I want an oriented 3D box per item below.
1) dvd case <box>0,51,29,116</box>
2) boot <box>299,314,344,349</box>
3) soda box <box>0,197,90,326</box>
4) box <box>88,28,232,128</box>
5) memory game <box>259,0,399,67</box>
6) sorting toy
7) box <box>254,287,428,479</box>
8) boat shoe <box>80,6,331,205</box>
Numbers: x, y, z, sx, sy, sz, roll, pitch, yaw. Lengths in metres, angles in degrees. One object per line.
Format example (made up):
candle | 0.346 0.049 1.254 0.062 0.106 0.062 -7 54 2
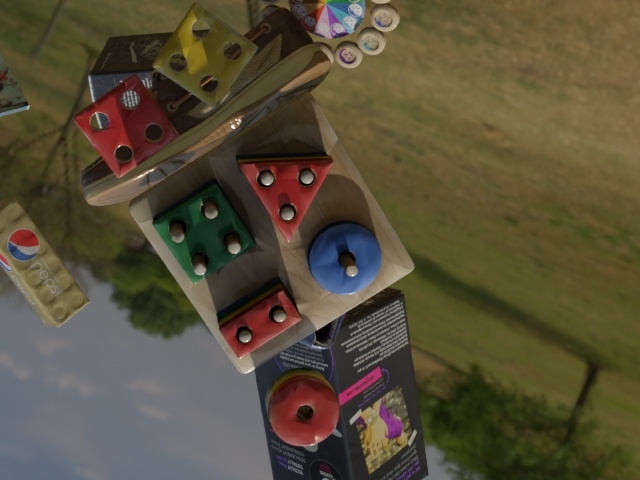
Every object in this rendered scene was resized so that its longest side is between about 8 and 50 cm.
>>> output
dvd case | -0.470 -0.223 1.655 0.119 0.087 0.013 61 146 14
boot | 0.000 0.000 1.056 0.069 0.190 0.086 8 -175 -41
soda box | -0.400 0.032 1.641 0.058 0.061 0.181 -4 123 59
box | -0.249 -0.257 1.907 0.207 0.108 0.153 -3 -148 7
memory game | 0.006 -0.293 1.470 0.186 0.012 0.186 10 130 12
sorting toy | -0.031 -0.006 0.723 0.274 0.132 0.046 58 -179 -16
box | 0.022 0.199 1.541 0.143 0.270 0.165 -24 -156 -39
boat shoe | -0.158 -0.168 1.458 0.123 0.342 0.123 57 179 7
